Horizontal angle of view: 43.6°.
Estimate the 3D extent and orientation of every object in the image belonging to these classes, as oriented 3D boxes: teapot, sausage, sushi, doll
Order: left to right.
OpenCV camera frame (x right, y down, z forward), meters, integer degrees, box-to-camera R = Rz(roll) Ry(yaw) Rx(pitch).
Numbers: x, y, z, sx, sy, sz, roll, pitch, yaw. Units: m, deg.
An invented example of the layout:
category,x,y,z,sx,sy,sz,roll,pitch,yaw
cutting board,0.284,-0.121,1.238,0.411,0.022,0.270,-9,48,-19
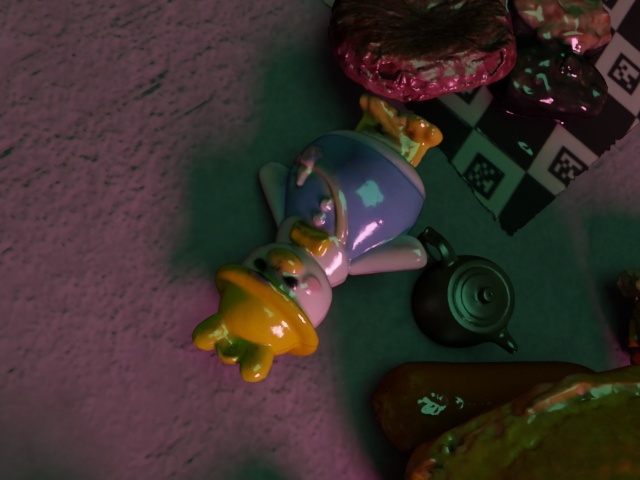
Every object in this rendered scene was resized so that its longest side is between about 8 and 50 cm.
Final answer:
category,x,y,z,sx,sy,sz,roll,pitch,yaw
doll,0.000,0.000,0.602,0.135,0.099,0.241,41,69,-10
teapot,0.116,0.041,0.642,0.076,0.068,0.121,-33,90,-20
sausage,0.136,0.132,0.628,0.198,0.076,0.076,3,78,-17
sushi,0.200,-0.225,0.721,0.339,0.069,0.320,-37,92,-20

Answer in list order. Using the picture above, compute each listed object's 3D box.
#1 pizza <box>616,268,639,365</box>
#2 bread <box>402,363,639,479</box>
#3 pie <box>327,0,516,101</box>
category,x,y,z,sx,sy,sz,roll,pitch,yaw
pizza,0.347,0.112,0.706,0.246,0.058,0.127,36,70,-10
bread,0.188,0.194,0.548,0.268,0.268,0.145,1,38,-17
pie,0.080,-0.169,0.631,0.154,0.038,0.153,0,57,1
